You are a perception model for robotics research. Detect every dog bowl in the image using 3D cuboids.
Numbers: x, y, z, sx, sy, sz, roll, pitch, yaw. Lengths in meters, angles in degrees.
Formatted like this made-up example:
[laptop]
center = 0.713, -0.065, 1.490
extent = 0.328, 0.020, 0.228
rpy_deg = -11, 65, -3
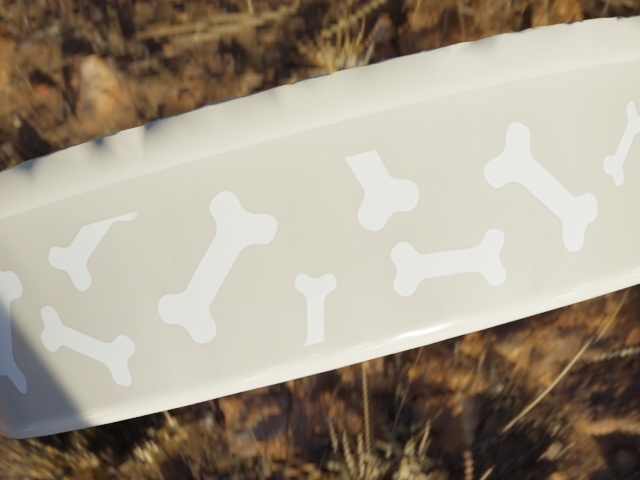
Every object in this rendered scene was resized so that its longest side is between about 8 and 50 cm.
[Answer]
[dog bowl]
center = 0.000, 0.000, 0.781
extent = 0.348, 0.349, 0.102
rpy_deg = -14, 88, -4
